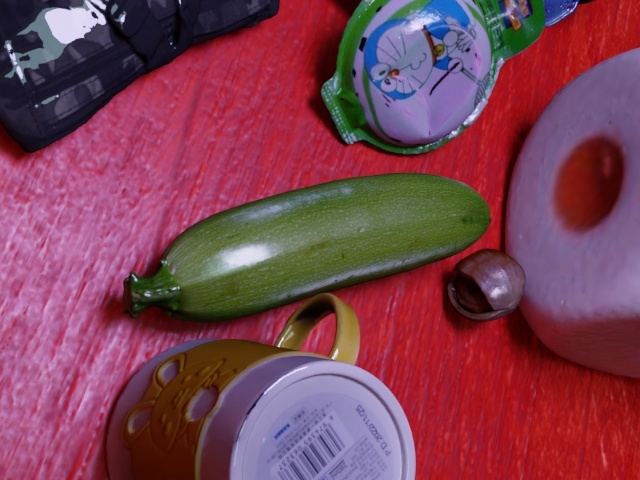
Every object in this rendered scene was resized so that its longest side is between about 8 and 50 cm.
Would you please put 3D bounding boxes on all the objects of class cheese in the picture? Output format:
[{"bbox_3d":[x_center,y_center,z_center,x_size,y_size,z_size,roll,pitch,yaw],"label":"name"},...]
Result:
[{"bbox_3d":[0.145,-0.214,0.921,0.320,0.083,0.204,-33,122,-8],"label":"cheese"}]

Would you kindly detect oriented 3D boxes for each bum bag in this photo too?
[{"bbox_3d":[-0.169,-0.213,0.771,0.340,0.095,0.144,-39,114,-33],"label":"bum bag"}]

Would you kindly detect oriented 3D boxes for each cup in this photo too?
[{"bbox_3d":[-0.036,0.143,0.677,0.185,0.226,0.241,36,68,-21],"label":"cup"}]

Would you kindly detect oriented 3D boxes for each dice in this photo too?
[{"bbox_3d":[0.407,-0.018,0.981,0.304,0.277,0.304,18,66,-27],"label":"dice"}]

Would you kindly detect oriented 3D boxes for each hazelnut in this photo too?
[{"bbox_3d":[0.181,0.050,0.932,0.086,0.086,0.086,9,72,-31],"label":"hazelnut"}]

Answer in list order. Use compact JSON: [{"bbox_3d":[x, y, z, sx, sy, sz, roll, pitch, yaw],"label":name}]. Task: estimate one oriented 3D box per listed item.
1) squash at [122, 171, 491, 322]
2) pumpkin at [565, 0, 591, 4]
[{"bbox_3d":[0.000,0.000,0.811,0.395,0.107,0.107,-15,85,-32],"label":"squash"},{"bbox_3d":[0.318,-0.458,1.115,0.222,0.139,0.317,-8,84,-35],"label":"pumpkin"}]
